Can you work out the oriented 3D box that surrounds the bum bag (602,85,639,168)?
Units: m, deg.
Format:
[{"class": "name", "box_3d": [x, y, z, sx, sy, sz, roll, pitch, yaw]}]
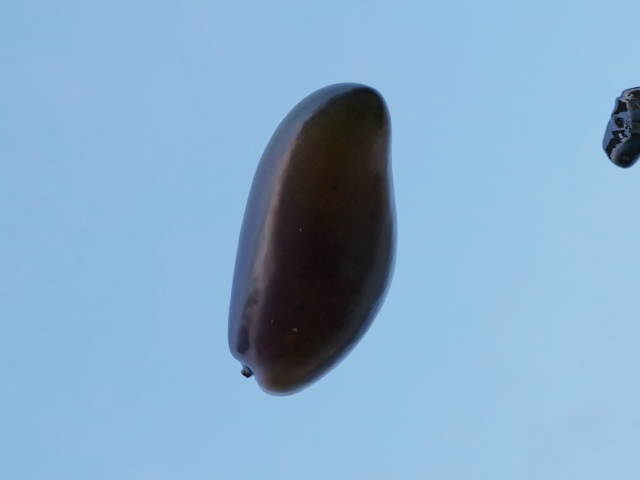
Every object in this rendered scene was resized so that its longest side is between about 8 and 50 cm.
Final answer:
[{"class": "bum bag", "box_3d": [0.358, -0.166, 1.035, 0.326, 0.080, 0.142, -39, -10, -2]}]

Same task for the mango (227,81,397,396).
[{"class": "mango", "box_3d": [0.000, 0.000, 1.053, 0.133, 0.111, 0.268, 13, -79, -2]}]
